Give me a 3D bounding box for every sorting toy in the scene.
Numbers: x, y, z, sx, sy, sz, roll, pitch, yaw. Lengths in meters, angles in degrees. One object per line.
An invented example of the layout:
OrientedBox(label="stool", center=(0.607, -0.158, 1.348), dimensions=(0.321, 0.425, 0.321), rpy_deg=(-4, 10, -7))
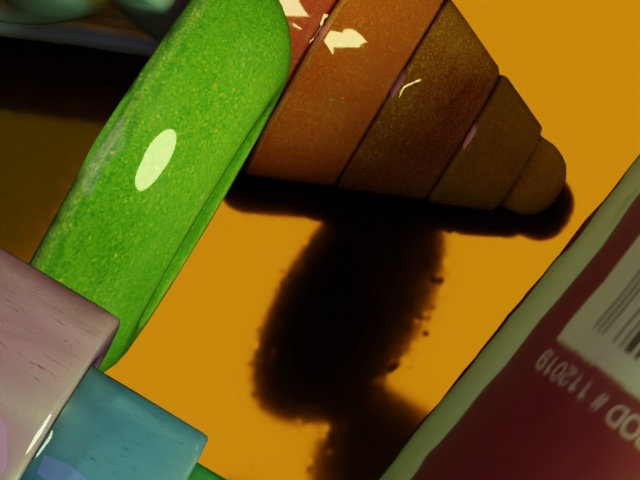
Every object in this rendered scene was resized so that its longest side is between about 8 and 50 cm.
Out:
OrientedBox(label="sorting toy", center=(0.000, 0.000, 0.531), dimensions=(0.126, 0.365, 0.127), rpy_deg=(31, 116, -1))

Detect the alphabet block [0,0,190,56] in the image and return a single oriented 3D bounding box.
OrientedBox(label="alphabet block", center=(-0.120, -0.181, 0.636), dimensions=(0.193, 0.192, 0.197), rpy_deg=(9, 86, 9))

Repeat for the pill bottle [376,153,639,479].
OrientedBox(label="pill bottle", center=(0.079, 0.166, 0.541), dimensions=(0.224, 0.224, 0.392), rpy_deg=(39, 91, 12))
